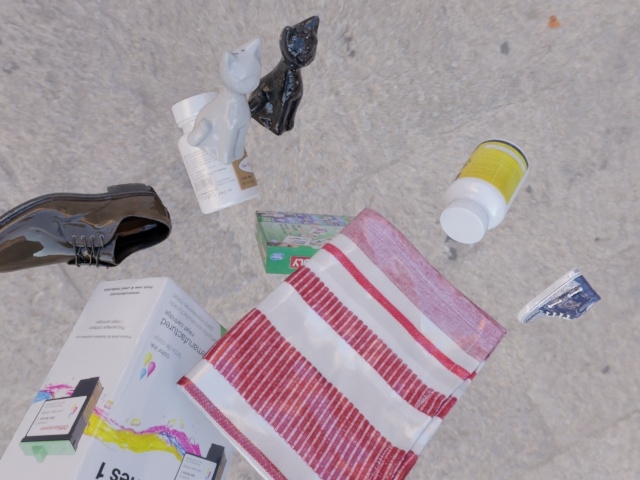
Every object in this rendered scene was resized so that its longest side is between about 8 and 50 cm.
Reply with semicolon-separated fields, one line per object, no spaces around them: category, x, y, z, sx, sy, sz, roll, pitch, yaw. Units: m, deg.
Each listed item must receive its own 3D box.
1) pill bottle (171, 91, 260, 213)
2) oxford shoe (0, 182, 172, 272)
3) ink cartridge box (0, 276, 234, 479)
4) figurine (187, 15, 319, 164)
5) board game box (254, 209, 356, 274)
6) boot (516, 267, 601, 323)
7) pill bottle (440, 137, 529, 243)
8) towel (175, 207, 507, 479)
pill bottle;-0.221;-0.181;1.190;0.131;0.131;0.229;-19;97;2
oxford shoe;-0.284;-0.006;0.672;0.227;0.096;0.083;-20;137;-29
ink cartridge box;-0.194;0.209;0.605;0.117;0.278;0.201;-6;140;29
figurine;-0.099;-0.242;0.899;0.092;0.215;0.209;44;140;9
board game box;0.000;0.000;0.991;0.213;0.317;0.046;4;102;-10
boot;0.526;0.151;1.274;0.086;0.069;0.190;58;136;25
pill bottle;0.271;-0.082;0.954;0.103;0.103;0.184;47;55;-11
towel;0.042;0.126;0.635;0.237;0.037;0.329;43;56;9
